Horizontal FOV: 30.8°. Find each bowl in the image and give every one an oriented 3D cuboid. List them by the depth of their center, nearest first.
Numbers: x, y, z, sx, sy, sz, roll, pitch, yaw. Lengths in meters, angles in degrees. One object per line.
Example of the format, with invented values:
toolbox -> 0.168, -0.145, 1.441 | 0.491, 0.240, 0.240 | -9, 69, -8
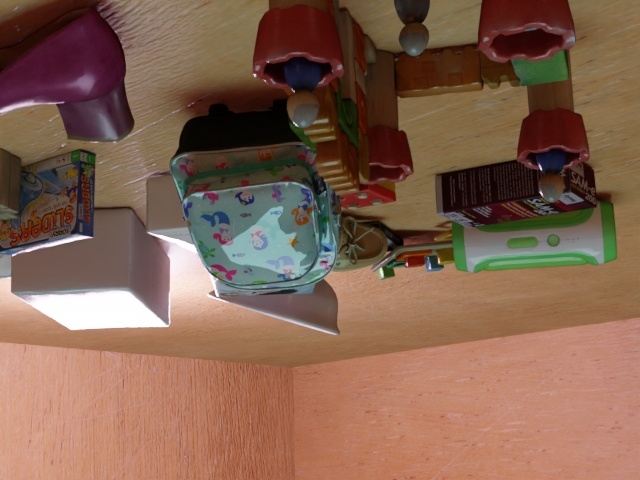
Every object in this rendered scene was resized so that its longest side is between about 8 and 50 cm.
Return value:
bowl -> -0.083, 0.101, 2.502 | 0.297, 0.134, 0.298 | 17, 175, 2

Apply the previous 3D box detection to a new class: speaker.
speaker -> 0.400, -0.008, 2.176 | 0.296, 0.131, 0.131 | -4, 167, 12

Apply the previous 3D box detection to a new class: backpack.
backpack -> -0.080, -0.041, 1.610 | 0.225, 0.191, 0.254 | -5, 133, 8

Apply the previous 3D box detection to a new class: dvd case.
dvd case -> 0.035, 0.003, 2.404 | 0.238, 0.030, 0.179 | -5, 167, 19

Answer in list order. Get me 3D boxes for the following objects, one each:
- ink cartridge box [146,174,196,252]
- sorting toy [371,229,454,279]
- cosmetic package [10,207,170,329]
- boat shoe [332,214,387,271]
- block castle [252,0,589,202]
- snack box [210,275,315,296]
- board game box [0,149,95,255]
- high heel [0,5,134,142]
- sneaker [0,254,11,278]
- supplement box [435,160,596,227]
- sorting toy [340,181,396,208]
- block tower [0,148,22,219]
ink cartridge box -> -0.171, -0.045, 2.003 | 0.171, 0.100, 0.237 | -6, 168, 19
sorting toy -> 0.221, 0.039, 2.458 | 0.195, 0.047, 0.348 | -9, 169, -15
cosmetic package -> -0.449, 0.067, 2.342 | 0.230, 0.162, 0.453 | -2, 167, 2
boat shoe -> 0.000, 0.000, 2.213 | 0.285, 0.105, 0.089 | 3, 169, -16
block castle -> 0.120, -0.170, 1.225 | 0.302, 0.213, 0.453 | -4, 167, 14
snack box -> -0.100, 0.048, 2.063 | 0.187, 0.060, 0.322 | -2, 169, -2
board game box -> -0.437, -0.057, 1.844 | 0.201, 0.136, 0.035 | -12, 163, 37
high heel -> -0.403, -0.210, 1.341 | 0.377, 0.127, 0.181 | 1, 139, 7
sneaker -> -0.666, 0.021, 2.259 | 0.258, 0.094, 0.091 | 11, 167, -41
supplement box -> 0.329, -0.082, 1.957 | 0.239, 0.073, 0.130 | -10, 164, 31
sorting toy -> -0.029, -0.102, 1.792 | 0.255, 0.090, 0.257 | -9, 166, 31
block tower -> -0.634, -0.073, 1.853 | 0.335, 0.097, 0.091 | -4, 166, 17
